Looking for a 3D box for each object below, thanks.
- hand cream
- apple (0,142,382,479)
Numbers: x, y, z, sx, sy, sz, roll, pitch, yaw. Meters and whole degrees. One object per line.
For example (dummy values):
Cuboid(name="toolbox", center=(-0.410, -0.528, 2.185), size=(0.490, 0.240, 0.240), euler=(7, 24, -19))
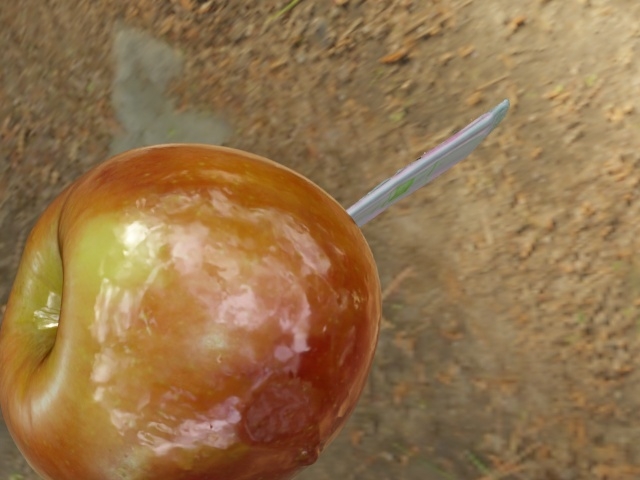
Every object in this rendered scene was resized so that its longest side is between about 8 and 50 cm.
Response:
Cuboid(name="hand cream", center=(-0.001, -0.001, 1.011), size=(0.275, 0.079, 0.050), euler=(-33, 111, -10))
Cuboid(name="apple", center=(-0.053, 0.037, 0.676), size=(0.139, 0.163, 0.163), euler=(12, 81, -29))
